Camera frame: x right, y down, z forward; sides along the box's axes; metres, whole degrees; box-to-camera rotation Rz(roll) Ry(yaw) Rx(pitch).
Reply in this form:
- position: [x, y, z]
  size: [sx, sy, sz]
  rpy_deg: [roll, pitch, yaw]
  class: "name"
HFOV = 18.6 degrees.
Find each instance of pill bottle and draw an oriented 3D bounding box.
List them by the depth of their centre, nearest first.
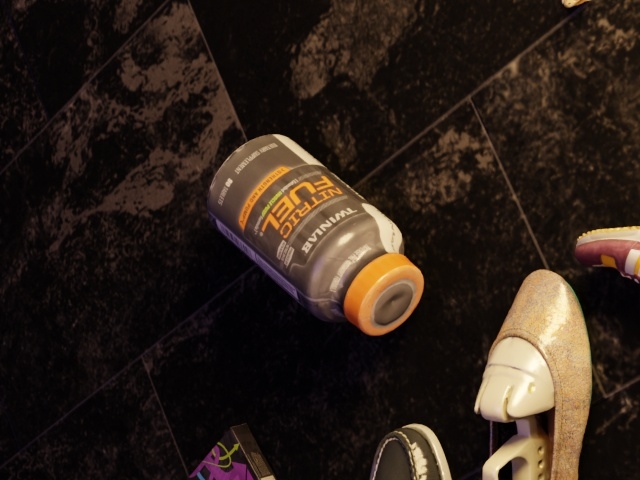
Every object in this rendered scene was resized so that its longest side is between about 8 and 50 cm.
- position: [0.000, 0.000, 2.073]
  size: [0.246, 0.130, 0.130]
  rpy_deg: [40, 125, 36]
  class: "pill bottle"

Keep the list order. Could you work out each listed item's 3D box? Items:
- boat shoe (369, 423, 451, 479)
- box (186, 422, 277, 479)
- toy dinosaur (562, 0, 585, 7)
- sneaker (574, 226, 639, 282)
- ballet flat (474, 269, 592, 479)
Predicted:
- position: [0.074, 0.343, 2.052]
  size: [0.114, 0.091, 0.302]
  rpy_deg: [-13, 75, 54]
  class: "boat shoe"
- position: [-0.108, 0.309, 2.326]
  size: [0.116, 0.029, 0.162]
  rpy_deg: [59, 135, 23]
  class: "box"
- position: [0.219, -0.326, 1.834]
  size: [0.112, 0.064, 0.211]
  rpy_deg: [-1, 107, 30]
  class: "toy dinosaur"
- position: [0.307, 0.028, 1.782]
  size: [0.185, 0.069, 0.084]
  rpy_deg: [-6, 88, 49]
  class: "sneaker"
- position: [0.201, 0.189, 1.902]
  size: [0.107, 0.106, 0.316]
  rpy_deg: [6, 101, 47]
  class: "ballet flat"
